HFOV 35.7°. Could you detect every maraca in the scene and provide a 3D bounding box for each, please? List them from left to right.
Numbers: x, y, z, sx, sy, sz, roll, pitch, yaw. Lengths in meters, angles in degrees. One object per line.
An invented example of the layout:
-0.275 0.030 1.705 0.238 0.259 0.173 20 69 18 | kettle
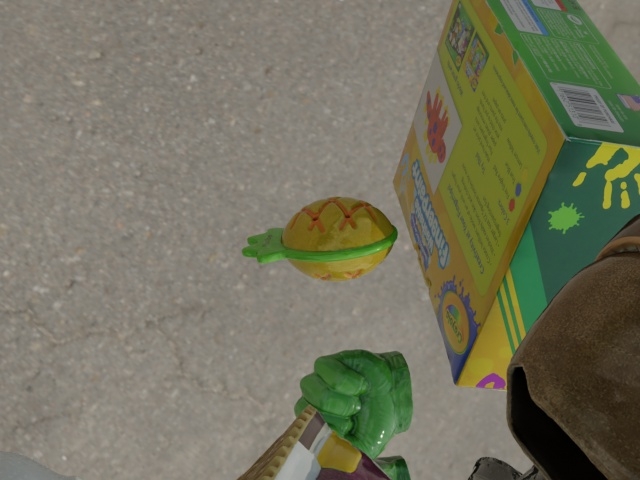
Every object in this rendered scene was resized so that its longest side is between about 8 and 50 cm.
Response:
0.000 0.000 1.189 0.127 0.185 0.099 -71 156 -73 | maraca

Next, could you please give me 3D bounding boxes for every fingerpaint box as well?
0.254 -0.089 1.296 0.163 0.445 0.371 6 126 -14 | fingerpaint box

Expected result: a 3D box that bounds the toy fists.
0.043 0.274 1.263 0.142 0.096 0.279 -7 107 -14 | toy fists

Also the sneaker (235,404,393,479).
-0.004 0.119 0.296 0.069 0.084 0.185 -50 180 24 | sneaker

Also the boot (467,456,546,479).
0.090 0.206 0.548 0.161 0.083 0.246 -55 171 -14 | boot

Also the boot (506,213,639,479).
0.198 0.130 0.378 0.115 0.305 0.112 -37 162 -26 | boot

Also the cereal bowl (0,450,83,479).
-0.278 0.360 1.068 0.141 0.339 0.339 -34 131 -12 | cereal bowl
